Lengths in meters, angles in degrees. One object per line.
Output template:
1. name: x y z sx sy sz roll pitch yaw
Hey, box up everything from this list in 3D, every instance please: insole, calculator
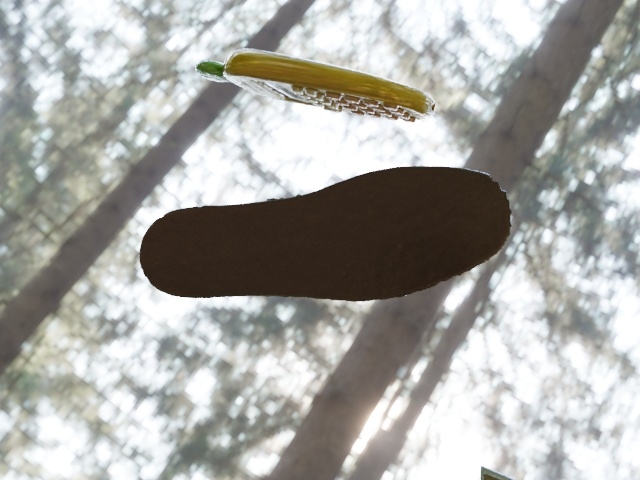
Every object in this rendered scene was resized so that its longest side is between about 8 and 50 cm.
1. insole: 0.000 0.000 1.298 0.327 0.007 0.111 -6 -100 13
2. calculator: -0.007 -0.145 1.423 0.235 0.146 0.032 13 -92 18

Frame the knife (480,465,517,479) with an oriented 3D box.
1. knife: 0.297 0.340 1.623 0.343 0.027 0.061 31 -84 33
